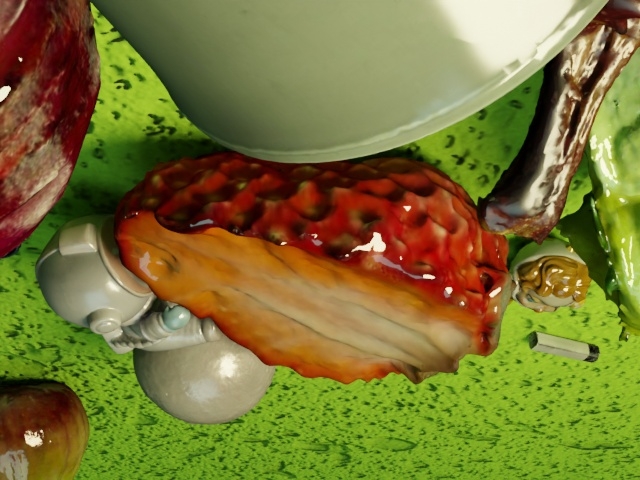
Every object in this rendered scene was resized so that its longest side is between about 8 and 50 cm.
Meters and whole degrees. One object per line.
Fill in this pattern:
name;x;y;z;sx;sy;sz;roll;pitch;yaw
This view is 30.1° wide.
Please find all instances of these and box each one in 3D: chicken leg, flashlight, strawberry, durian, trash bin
chicken leg;0.216;-0.162;0.691;0.407;0.158;0.096;-47;171;28
flashlight;0.268;0.117;1.306;0.083;0.018;0.018;14;146;-22
strawberry;0.000;0.000;1.003;0.336;0.149;0.265;21;152;-13
durian;0.290;-0.065;0.816;0.339;0.205;0.256;-18;133;33
trash bin;-0.041;-0.229;0.472;0.280;0.280;0.432;-17;142;27

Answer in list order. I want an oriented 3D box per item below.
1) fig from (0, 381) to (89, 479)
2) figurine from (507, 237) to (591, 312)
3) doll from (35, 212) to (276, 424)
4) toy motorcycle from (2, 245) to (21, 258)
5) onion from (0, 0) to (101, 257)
fig;-0.343;0.268;1.420;0.160;0.143;0.231;-11;120;9
figurine;0.205;0.040;1.137;0.101;0.068;0.143;5;162;-1
doll;-0.156;0.068;1.115;0.150;0.151;0.287;-16;142;26
toy motorcycle;-0.326;-0.034;1.010;0.193;0.061;0.124;24;142;-37
onion;-0.274;-0.084;0.702;0.336;0.282;0.260;-12;145;20
